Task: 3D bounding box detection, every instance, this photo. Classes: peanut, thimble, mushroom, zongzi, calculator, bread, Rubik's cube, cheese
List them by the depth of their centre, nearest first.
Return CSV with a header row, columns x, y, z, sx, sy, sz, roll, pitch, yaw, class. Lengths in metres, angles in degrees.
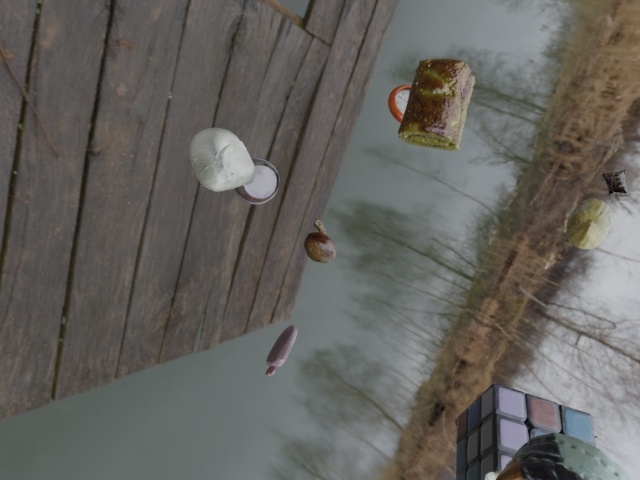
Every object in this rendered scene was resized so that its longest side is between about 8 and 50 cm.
x,y,z,sx,sy,sz,roll,pitch,yaw,class
0.441,0.488,0.769,0.150,0.237,0.238,-17,128,-43,thimble
0.248,-0.290,0.911,0.103,0.131,0.172,29,76,-68,bread
-0.009,0.001,1.157,0.072,0.130,0.088,-1,149,-30,mushroom
-0.118,0.325,1.272,0.024,0.103,0.166,40,57,-18,calculator
-0.302,-0.243,1.282,0.198,0.154,0.189,-38,111,-63,cheese
0.931,-0.172,1.356,0.073,0.067,0.084,70,9,-73,zongzi
0.682,0.754,1.455,0.363,0.358,0.362,98,10,-51,Rubik's cube
0.921,-0.050,1.470,0.318,0.147,0.148,-31,139,-50,peanut

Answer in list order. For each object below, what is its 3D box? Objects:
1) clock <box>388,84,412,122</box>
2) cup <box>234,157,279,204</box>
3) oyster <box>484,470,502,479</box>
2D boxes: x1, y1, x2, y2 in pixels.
x,y,z,sx,sy,sz,roll,pitch,yaw,class
0.379,-0.562,1.792,0.205,0.205,0.051,-49,178,-24,clock
-0.243,-0.230,1.673,0.203,0.202,0.288,-63,-166,1,cup
0.491,0.782,1.062,0.237,0.351,0.115,-37,168,-4,oyster
